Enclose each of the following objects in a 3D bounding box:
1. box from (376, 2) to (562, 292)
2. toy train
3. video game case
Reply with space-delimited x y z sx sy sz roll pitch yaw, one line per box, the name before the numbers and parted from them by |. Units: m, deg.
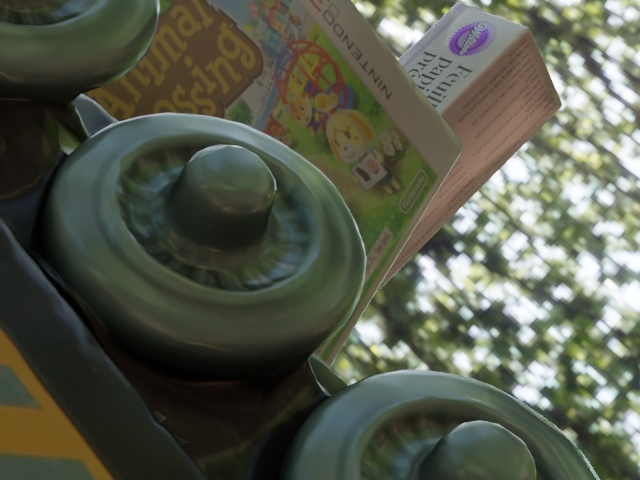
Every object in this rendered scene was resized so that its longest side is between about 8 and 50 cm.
box | 0.000 0.000 0.934 0.324 0.063 0.067 -45 -48 -15
toy train | -0.081 0.046 0.390 0.190 0.334 0.142 -23 -28 -38
video game case | -0.039 -0.045 0.714 0.193 0.023 0.212 50 -132 -19
